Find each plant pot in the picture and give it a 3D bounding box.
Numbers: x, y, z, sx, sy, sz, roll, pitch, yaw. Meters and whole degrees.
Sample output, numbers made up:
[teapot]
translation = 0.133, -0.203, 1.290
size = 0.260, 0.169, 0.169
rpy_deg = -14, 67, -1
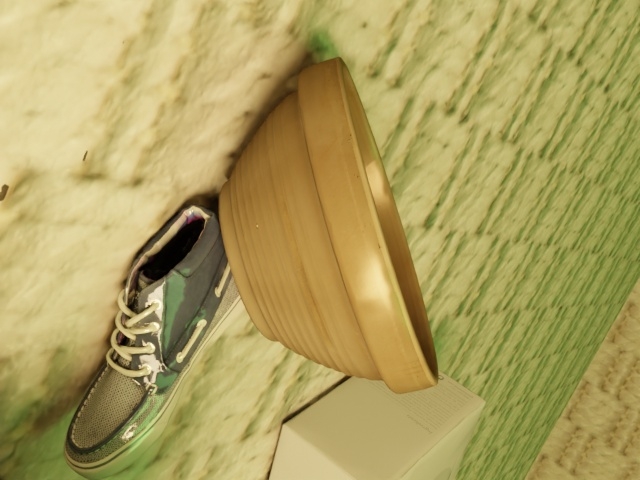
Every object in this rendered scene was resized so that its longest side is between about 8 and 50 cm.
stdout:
[plant pot]
translation = 0.000, 0.000, 0.614
size = 0.110, 0.237, 0.237
rpy_deg = -16, 152, 9

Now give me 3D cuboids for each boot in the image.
[boot]
translation = -0.122, 0.065, 0.590
size = 0.190, 0.069, 0.086
rpy_deg = -56, 147, -22

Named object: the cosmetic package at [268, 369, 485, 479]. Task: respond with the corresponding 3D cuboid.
[cosmetic package]
translation = 0.053, 0.280, 1.014
size = 0.225, 0.138, 0.224
rpy_deg = -27, 140, -48
